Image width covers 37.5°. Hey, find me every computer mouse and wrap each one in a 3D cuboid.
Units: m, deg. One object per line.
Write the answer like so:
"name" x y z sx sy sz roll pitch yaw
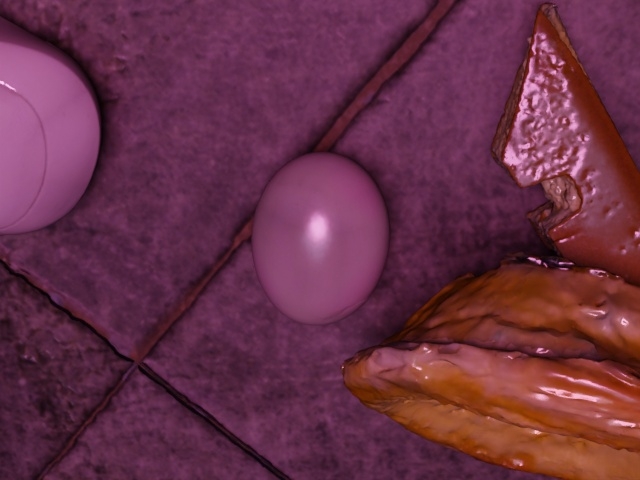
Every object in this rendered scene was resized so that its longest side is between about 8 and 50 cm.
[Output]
"computer mouse" -0.311 -0.106 0.700 0.297 0.121 0.184 31 124 -6

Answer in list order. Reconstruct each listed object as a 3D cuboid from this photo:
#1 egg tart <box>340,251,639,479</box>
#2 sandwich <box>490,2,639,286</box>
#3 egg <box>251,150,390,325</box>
"egg tart" 0.165 0.094 0.658 0.315 0.315 0.120 13 72 4
"sandwich" 0.180 -0.041 0.666 0.088 0.090 0.244 -28 103 14
"egg" 0.000 0.000 0.703 0.103 0.103 0.135 7 113 6
